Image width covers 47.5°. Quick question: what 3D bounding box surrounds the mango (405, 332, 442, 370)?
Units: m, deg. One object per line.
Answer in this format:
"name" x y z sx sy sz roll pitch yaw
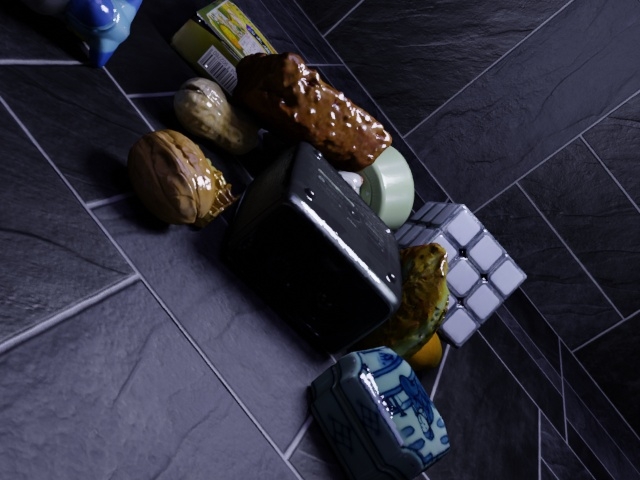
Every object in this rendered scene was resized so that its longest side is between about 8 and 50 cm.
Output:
"mango" 0.245 0.270 1.979 0.254 0.139 0.176 26 43 -63

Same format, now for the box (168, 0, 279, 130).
"box" -0.253 -0.569 2.302 0.373 0.138 0.420 45 21 -14

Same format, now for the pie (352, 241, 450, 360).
"pie" 0.199 0.160 1.804 0.103 0.355 0.288 35 5 -23

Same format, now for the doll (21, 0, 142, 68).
"doll" -0.537 -0.540 1.606 0.365 0.187 0.376 32 29 -43

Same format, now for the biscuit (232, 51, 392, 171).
"biscuit" -0.040 -0.336 1.959 0.395 0.166 0.342 33 -2 -28

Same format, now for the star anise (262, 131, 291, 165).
"star anise" -0.090 -0.256 2.195 0.236 0.093 0.229 38 24 -24

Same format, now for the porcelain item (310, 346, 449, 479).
"porcelain item" 0.132 0.374 1.551 0.281 0.157 0.286 7 48 -60

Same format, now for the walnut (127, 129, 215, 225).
"walnut" -0.301 -0.129 1.471 0.207 0.159 0.159 55 21 3

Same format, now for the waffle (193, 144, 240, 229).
"waffle" -0.292 -0.148 1.655 0.219 0.057 0.229 49 20 -6

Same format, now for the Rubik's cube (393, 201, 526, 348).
"Rubik's cube" 0.357 0.089 2.146 0.301 0.304 0.305 47 -7 -13

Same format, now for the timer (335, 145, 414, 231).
"timer" 0.079 -0.142 2.189 0.315 0.291 0.291 -12 63 -43

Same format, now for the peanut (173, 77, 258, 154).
"peanut" -0.262 -0.310 1.869 0.313 0.149 0.149 27 31 -54

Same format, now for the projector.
"projector" 0.000 0.000 1.761 0.395 0.242 0.405 44 21 -16
